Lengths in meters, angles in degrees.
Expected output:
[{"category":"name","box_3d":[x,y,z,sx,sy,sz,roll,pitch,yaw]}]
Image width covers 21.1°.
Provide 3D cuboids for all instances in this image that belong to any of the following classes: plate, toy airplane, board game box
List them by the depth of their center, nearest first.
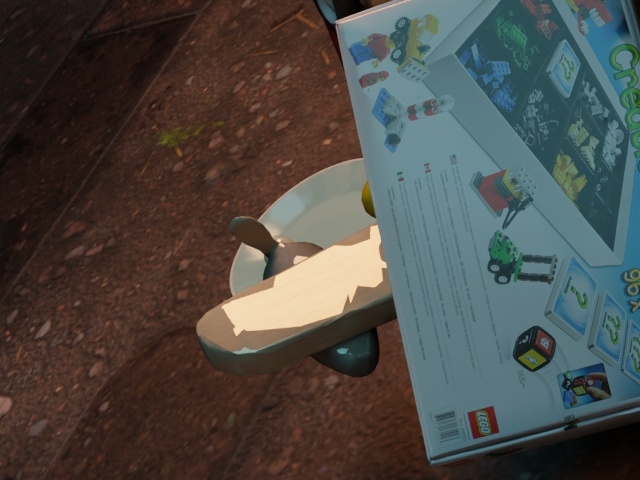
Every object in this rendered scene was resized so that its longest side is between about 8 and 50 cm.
[{"category":"board game box","box_3d":[0.132,-0.026,1.084,0.193,0.053,0.305,-17,71,17]},{"category":"toy airplane","box_3d":[0.139,-0.033,1.265,0.386,0.272,0.384,12,61,9]},{"category":"plate","box_3d":[0.000,0.000,1.553,0.188,0.024,0.188,-28,31,19]}]
